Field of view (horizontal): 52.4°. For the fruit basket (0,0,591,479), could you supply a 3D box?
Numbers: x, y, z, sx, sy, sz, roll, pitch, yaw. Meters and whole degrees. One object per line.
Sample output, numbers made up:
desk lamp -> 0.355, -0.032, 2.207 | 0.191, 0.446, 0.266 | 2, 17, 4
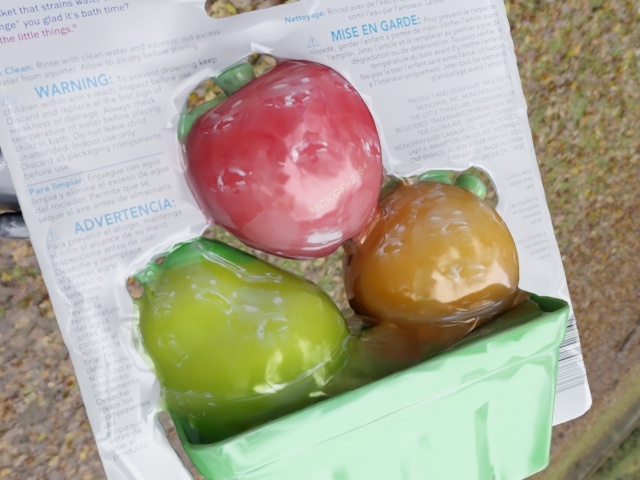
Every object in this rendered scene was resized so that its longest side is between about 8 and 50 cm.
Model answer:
fruit basket -> 0.000, 0.000, 0.411 | 0.327, 0.353, 0.165 | -18, -177, -18

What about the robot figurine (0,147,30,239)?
robot figurine -> -0.420, -0.124, 0.928 | 0.278, 0.173, 0.209 | 9, 106, -51
